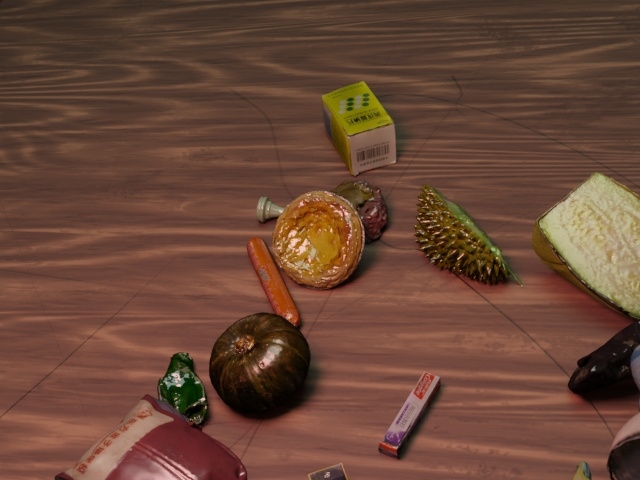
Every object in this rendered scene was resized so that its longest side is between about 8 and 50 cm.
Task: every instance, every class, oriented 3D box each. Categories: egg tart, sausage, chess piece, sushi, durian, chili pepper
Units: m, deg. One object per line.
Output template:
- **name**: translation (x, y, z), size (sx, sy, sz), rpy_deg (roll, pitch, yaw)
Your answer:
- **egg tart**: translation (0.000, 0.000, 2.125), size (0.234, 0.234, 0.094), rpy_deg (10, 2, 23)
- **sausage**: translation (-0.115, 0.095, 2.120), size (0.053, 0.053, 0.348), rpy_deg (-19, 41, -9)
- **chess piece**: translation (-0.110, -0.074, 2.312), size (0.103, 0.067, 0.067), rpy_deg (9, 44, 8)
- **sushi**: translation (0.049, -0.078, 2.248), size (0.241, 0.108, 0.161), rpy_deg (-1, 38, 12)
- **durian**: translation (0.321, -0.025, 2.090), size (0.169, 0.158, 0.356), rpy_deg (-8, 38, -23)
- **chili pepper**: translation (-0.289, 0.316, 1.903), size (0.108, 0.062, 0.216), rpy_deg (-6, 40, -3)

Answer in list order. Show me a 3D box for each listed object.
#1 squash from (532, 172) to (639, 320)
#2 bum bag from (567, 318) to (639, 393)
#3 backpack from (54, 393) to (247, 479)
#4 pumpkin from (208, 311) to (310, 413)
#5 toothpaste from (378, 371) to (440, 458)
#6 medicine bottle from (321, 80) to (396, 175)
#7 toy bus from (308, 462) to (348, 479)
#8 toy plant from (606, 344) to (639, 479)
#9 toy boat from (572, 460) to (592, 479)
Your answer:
- **squash**: translation (0.644, 0.039, 1.900), size (0.233, 0.210, 0.309), rpy_deg (-36, 41, -11)
- **bum bag**: translation (0.626, 0.200, 1.740), size (0.340, 0.144, 0.095), rpy_deg (-29, 74, -8)
- **backpack**: translation (-0.282, 0.452, 1.642), size (0.317, 0.197, 0.283), rpy_deg (22, 49, 27)
- **pumpkin**: translation (-0.125, 0.254, 1.864), size (0.223, 0.157, 0.224), rpy_deg (-17, 44, 17)
- **toothpaste**: translation (0.177, 0.343, 1.781), size (0.047, 0.040, 0.196), rpy_deg (17, 47, 26)
- **medicine bottle**: translation (0.102, -0.309, 2.475), size (0.137, 0.141, 0.250), rpy_deg (-15, 41, -11)
- **toy bus**: translation (0.039, 0.507, 1.597), size (0.081, 0.074, 0.226), rpy_deg (-17, 40, -8)
- **toy plant**: translation (0.655, 0.301, 1.593), size (0.247, 0.247, 0.332), rpy_deg (10, 41, 23)
- **toy boat**: translation (0.467, 0.501, 1.479), size (0.084, 0.111, 0.276), rpy_deg (-20, 42, -2)
